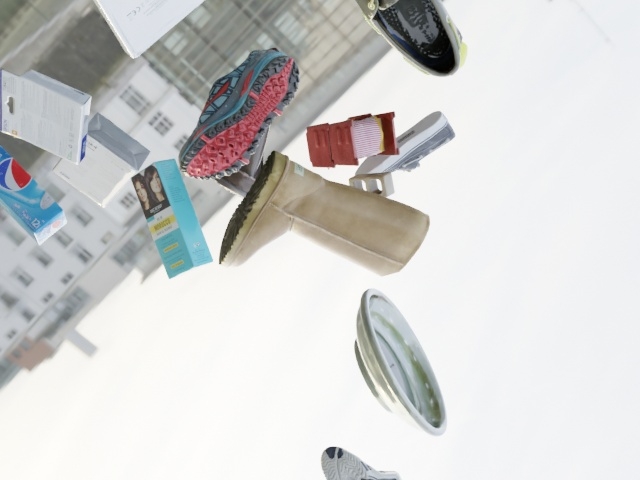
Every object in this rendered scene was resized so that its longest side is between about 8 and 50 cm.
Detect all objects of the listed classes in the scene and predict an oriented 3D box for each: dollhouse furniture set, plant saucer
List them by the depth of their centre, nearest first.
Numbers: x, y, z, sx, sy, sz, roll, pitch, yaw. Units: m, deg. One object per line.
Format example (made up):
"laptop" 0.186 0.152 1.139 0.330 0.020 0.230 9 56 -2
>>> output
"plant saucer" 0.178 0.315 2.083 0.100 0.400 0.400 -29 -160 17
"dollhouse furniture set" 0.105 -0.139 2.176 0.152 0.374 0.201 1 -164 39

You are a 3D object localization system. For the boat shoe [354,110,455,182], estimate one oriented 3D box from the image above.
"boat shoe" 0.239 -0.238 2.340 0.301 0.102 0.108 -35 -155 8

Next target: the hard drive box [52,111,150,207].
"hard drive box" -0.611 -0.220 2.324 0.232 0.181 0.089 -34 -155 44

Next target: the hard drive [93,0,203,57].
"hard drive" -0.335 -0.500 1.527 0.203 0.040 0.307 -44 152 -11

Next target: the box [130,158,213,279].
"box" -0.325 -0.047 1.828 0.100 0.244 0.060 -24 176 41

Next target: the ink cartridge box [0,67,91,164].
"ink cartridge box" -0.694 -0.319 2.105 0.223 0.224 0.045 116 -3 -48

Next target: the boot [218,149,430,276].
"boot" 0.000 0.000 1.321 0.236 0.269 0.089 -53 -158 35

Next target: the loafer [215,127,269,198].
"loafer" -0.183 -0.234 1.868 0.130 0.134 0.366 -44 -142 25

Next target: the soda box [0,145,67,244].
"soda box" -0.548 -0.094 1.484 0.067 0.210 0.071 -44 175 -20

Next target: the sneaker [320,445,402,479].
"sneaker" 0.112 0.547 1.884 0.094 0.235 0.153 -63 160 -4

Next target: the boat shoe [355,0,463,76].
"boat shoe" 0.103 -0.354 1.189 0.109 0.305 0.091 -36 -147 19

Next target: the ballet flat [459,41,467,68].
"ballet flat" 0.201 -0.429 1.699 0.077 0.231 0.077 -54 177 -21

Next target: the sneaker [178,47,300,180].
"sneaker" -0.146 -0.215 1.415 0.262 0.104 0.125 -47 -139 2
